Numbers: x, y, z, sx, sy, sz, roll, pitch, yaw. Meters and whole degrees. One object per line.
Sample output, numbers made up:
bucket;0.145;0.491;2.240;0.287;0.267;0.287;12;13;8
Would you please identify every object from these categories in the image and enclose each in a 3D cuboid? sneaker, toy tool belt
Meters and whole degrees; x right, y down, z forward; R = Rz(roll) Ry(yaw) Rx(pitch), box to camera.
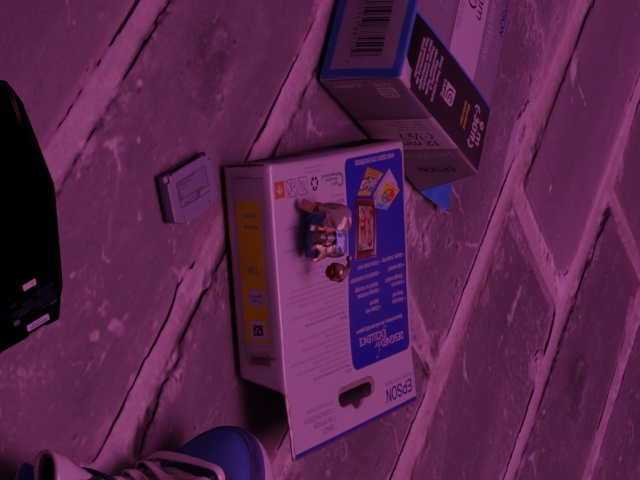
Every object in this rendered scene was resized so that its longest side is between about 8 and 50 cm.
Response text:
sneaker;-0.163;0.234;1.617;0.323;0.130;0.236;-58;142;-35
toy tool belt;0.000;0.000;1.875;0.051;0.052;0.083;5;81;-28

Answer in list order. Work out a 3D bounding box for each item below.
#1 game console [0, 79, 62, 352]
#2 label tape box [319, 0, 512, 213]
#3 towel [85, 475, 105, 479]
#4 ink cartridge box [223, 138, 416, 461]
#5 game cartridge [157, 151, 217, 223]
game console;-0.322;0.009;1.427;0.361;0.044;0.213;-33;117;-57
label tape box;0.142;-0.215;2.185;0.348;0.115;0.249;42;54;-51
towel;-0.244;0.334;1.383;0.284;0.121;0.235;-20;110;-31
ink cartridge box;0.007;0.054;1.993;0.304;0.072;0.307;-15;105;-61
game cartridge;-0.130;-0.049;1.796;0.083;0.017;0.056;-36;117;-55
